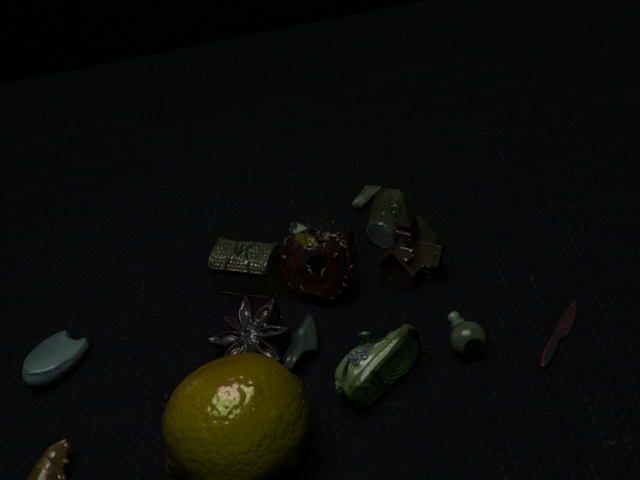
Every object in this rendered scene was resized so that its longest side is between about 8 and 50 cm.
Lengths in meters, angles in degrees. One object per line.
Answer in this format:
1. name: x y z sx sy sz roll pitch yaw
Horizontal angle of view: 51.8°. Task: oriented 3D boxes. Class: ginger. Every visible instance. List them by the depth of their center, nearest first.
1. ginger: -0.665 0.580 1.596 0.115 0.081 0.205 -14 37 51

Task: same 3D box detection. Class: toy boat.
1. toy boat: -0.764 0.348 1.903 0.134 0.078 0.207 16 37 19

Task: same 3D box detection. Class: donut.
1. donut: 0.000 0.067 1.915 0.230 0.216 0.096 -13 7 25

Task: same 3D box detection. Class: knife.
1. knife: 0.618 0.239 1.693 0.036 0.018 0.247 17 48 33

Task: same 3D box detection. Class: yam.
1. yam: 0.208 -0.071 2.084 0.108 0.107 0.194 3 44 17

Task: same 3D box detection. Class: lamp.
1. lamp: 0.370 0.233 1.722 0.091 0.090 0.163 -16 28 -3

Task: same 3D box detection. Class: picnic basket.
1. picnic basket: -0.220 0.075 1.991 0.197 0.154 0.134 5 44 21

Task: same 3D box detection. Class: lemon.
1. lemon: -0.187 0.413 1.489 0.336 0.336 0.336 -7 41 7

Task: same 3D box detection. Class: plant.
1. plant: 0.000 0.000 2.029 0.203 0.131 0.142 11 33 24

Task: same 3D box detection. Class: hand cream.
1. hand cream: 0.152 -0.152 2.245 0.061 0.039 0.143 7 35 31

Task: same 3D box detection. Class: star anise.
1. star anise: -0.179 0.270 1.800 0.223 0.109 0.236 -35 53 10

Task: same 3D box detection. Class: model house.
1. model house: 0.266 -0.003 1.881 0.176 0.248 0.180 16 50 29

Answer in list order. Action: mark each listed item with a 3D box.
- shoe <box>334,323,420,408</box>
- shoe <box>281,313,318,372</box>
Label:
1. shoe: 0.141 0.300 1.653 0.128 0.140 0.262 33 64 28
2. shoe: -0.045 0.289 1.783 0.078 0.079 0.195 32 41 -2
